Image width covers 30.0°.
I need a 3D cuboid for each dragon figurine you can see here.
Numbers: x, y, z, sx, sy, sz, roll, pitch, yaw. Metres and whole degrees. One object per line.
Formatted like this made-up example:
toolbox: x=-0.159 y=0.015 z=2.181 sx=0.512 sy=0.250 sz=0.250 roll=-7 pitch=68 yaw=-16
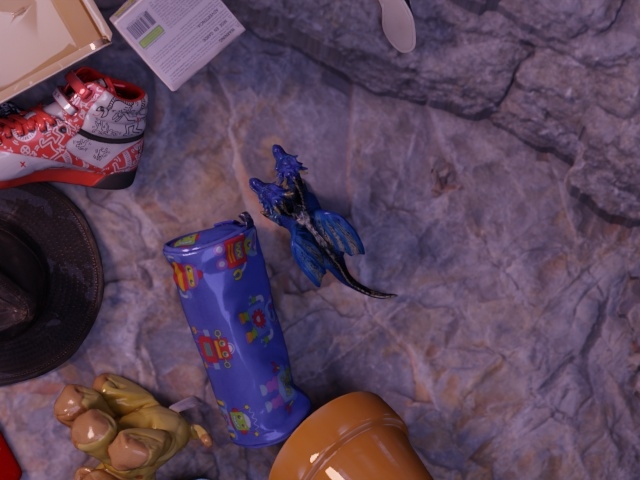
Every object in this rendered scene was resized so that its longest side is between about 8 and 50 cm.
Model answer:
dragon figurine: x=0.000 y=0.000 z=1.550 sx=0.085 sy=0.144 sz=0.289 roll=-37 pitch=106 yaw=-1

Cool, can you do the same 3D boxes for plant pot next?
plant pot: x=0.067 y=0.336 z=1.572 sx=0.205 sy=0.188 sz=0.205 roll=-27 pitch=139 yaw=-27

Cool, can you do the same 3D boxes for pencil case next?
pencil case: x=-0.104 y=0.116 z=1.571 sx=0.119 sy=0.133 sz=0.306 roll=-6 pitch=108 yaw=37

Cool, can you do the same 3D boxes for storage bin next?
storage bin: x=-0.414 y=-0.286 z=1.392 sx=0.260 sy=0.123 sz=0.262 roll=-31 pitch=100 yaw=-10

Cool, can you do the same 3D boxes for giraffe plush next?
giraffe plush: x=-0.260 y=0.291 z=1.575 sx=0.210 sy=0.181 sz=0.170 roll=6 pitch=116 yaw=-47

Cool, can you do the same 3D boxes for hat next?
hat: x=-0.436 y=0.056 z=1.483 sx=0.331 sy=0.134 sz=0.331 roll=-2 pitch=103 yaw=-10

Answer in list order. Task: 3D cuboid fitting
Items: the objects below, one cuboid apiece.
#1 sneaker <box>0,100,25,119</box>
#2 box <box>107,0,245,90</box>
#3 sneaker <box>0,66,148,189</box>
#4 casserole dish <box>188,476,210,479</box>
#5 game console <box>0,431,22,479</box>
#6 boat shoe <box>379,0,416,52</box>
sneaker: x=-0.454 y=-0.133 z=1.480 sx=0.170 sy=0.051 sz=0.089 roll=-38 pitch=103 yaw=-4
box: x=-0.177 y=-0.260 z=1.427 sx=0.114 sy=0.203 sz=0.103 roll=-41 pitch=107 yaw=-2
sneaker: x=-0.337 y=-0.141 z=1.438 sx=0.270 sy=0.090 sz=0.145 roll=0 pitch=123 yaw=-32
casserole dish: x=-0.159 y=0.407 z=1.666 sx=0.114 sy=0.037 sz=0.188 roll=-36 pitch=107 yaw=-2
game console: x=-0.490 y=0.285 z=1.586 sx=0.124 sy=0.085 sz=0.144 roll=-35 pitch=110 yaw=-34
boat shoe: x=0.097 y=-0.307 z=1.555 sx=0.046 sy=0.038 sz=0.125 roll=-17 pitch=108 yaw=30
